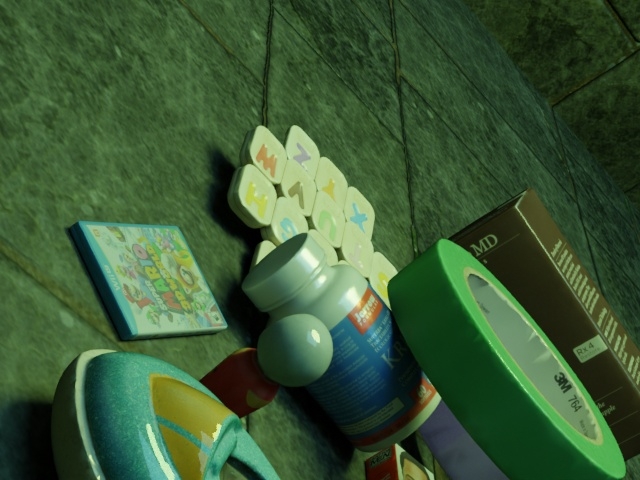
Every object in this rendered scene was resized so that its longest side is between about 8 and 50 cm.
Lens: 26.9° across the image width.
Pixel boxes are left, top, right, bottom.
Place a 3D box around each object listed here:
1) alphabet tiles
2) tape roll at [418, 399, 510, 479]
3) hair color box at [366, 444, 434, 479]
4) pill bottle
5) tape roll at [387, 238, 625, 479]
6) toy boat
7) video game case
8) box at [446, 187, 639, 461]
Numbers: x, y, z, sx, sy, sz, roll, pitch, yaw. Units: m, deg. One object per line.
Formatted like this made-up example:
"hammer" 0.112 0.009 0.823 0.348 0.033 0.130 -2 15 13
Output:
"alphabet tiles" 0.000 0.000 1.560 0.284 0.021 0.278 47 35 -27
"tape roll" 0.221 0.239 1.616 0.275 0.090 0.275 45 16 -17
"hair color box" 0.088 0.288 1.397 0.072 0.043 0.141 42 26 -30
"pill bottle" 0.020 0.104 1.403 0.221 0.124 0.124 50 23 -14
"tape roll" 0.202 0.145 1.457 0.321 0.077 0.321 47 15 -17
"toy boat" -0.080 0.162 1.086 0.267 0.148 0.318 52 23 -11
"video game case" -0.160 0.037 1.270 0.166 0.015 0.119 2 57 -63
"box" 0.310 0.140 1.859 0.381 0.191 0.143 56 22 1
